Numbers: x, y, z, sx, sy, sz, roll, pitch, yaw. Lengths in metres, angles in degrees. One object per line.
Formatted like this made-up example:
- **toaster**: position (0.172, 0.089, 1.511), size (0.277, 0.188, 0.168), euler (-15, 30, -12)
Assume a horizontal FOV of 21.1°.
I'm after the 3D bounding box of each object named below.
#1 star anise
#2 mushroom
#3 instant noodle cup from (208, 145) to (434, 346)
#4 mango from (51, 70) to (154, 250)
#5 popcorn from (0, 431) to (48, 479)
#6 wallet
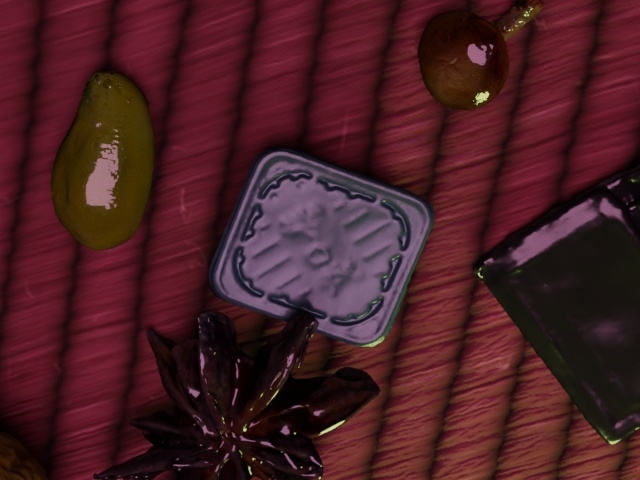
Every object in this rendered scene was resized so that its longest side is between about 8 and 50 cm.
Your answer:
- **star anise**: position (-0.079, 0.166, 1.598), size (0.212, 0.129, 0.283), euler (24, 122, -8)
- **mushroom**: position (0.142, -0.177, 1.530), size (0.129, 0.073, 0.088), euler (-45, 73, 8)
- **instant noodle cup**: position (0.000, 0.000, 1.582), size (0.179, 0.070, 0.157), euler (20, 106, -10)
- **mango**: position (-0.195, -0.070, 1.541), size (0.091, 0.074, 0.165), euler (5, 109, -4)
- **popcorn**: position (-0.370, 0.280, 1.572), size (0.258, 0.224, 0.270), euler (11, 74, -12)
- **wallet**: position (0.343, 0.027, 1.630), size (0.323, 0.041, 0.247), euler (-34, 107, 12)
